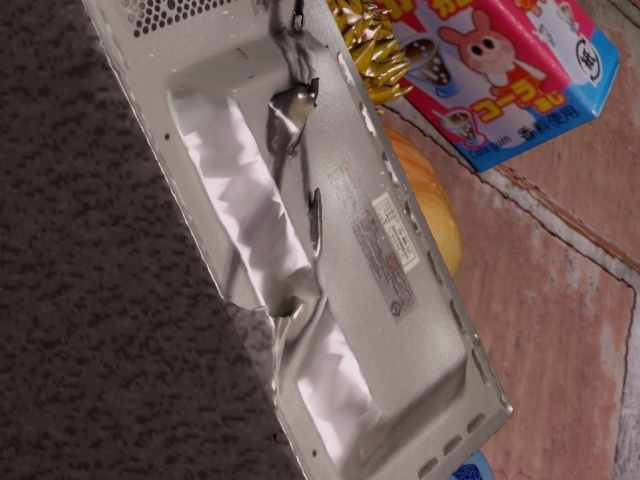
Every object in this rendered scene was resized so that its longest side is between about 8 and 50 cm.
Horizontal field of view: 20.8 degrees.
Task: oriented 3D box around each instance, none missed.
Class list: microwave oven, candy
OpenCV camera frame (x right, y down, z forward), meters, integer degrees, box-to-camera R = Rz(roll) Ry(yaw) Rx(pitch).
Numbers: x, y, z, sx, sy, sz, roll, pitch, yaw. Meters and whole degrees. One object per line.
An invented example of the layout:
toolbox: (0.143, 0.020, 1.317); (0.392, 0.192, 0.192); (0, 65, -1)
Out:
microwave oven: (-0.124, -0.002, 1.116); (0.236, 0.374, 0.432); (-33, 99, -56)
candy: (0.115, -0.215, 1.596); (0.306, 0.157, 0.100); (45, 47, -20)

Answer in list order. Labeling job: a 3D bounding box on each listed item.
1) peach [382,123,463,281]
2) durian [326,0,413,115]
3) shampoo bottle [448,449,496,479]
peach: (0.000, 0.000, 1.354); (0.232, 0.232, 0.232); (19, 59, -36)
durian: (-0.091, -0.166, 1.310); (0.341, 0.112, 0.191); (18, 33, -1)
shampoo bottle: (0.042, 0.224, 1.399); (0.258, 0.061, 0.104); (0, 71, -43)
